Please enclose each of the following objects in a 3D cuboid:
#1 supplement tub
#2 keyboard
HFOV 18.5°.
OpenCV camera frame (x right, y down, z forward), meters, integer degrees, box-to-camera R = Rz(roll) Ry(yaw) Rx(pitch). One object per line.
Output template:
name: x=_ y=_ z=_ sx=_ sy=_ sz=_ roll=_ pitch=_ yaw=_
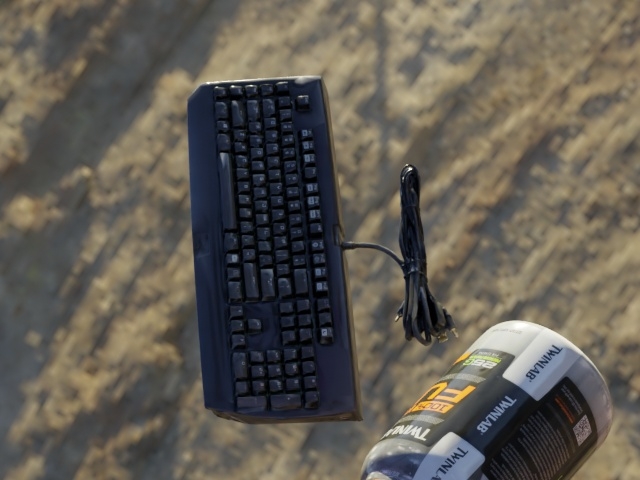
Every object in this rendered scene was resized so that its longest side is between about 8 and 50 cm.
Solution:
supplement tub: x=0.107 y=0.153 z=1.356 sx=0.190 sy=0.117 sz=0.117 roll=-42 pitch=18 yaw=-34
keyboard: x=0.000 y=0.000 z=1.548 sx=0.033 sy=0.202 sz=0.317 roll=101 pitch=166 yaw=-57
